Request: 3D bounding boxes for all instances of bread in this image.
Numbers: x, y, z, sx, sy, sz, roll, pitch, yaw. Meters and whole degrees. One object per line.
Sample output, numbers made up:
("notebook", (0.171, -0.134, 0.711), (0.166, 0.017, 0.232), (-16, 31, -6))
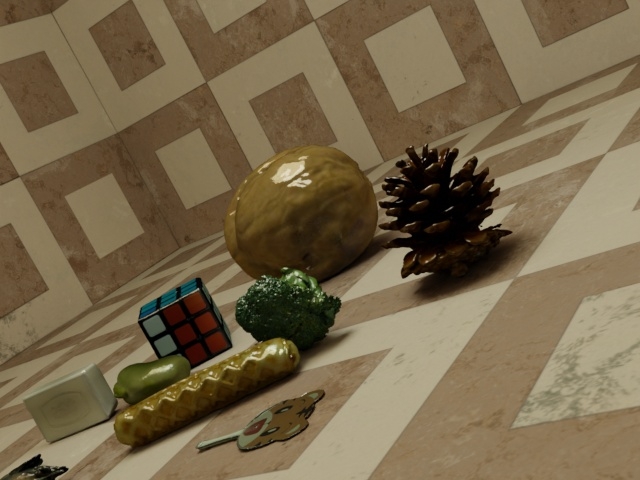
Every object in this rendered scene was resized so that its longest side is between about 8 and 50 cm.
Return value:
("bread", (-0.205, 0.272, 1.598), (0.368, 0.077, 0.084), (-25, 13, 7))

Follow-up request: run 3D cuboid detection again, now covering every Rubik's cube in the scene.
("Rubik's cube", (-0.308, 0.197, 2.045), (0.161, 0.163, 0.162), (-28, 13, -4))

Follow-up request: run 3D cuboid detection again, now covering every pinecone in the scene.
("pinecone", (0.225, -0.058, 1.660), (0.264, 0.264, 0.264), (-27, 9, 5))

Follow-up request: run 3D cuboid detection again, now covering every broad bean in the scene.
("broad bean", (-0.365, 0.294, 1.908), (0.175, 0.082, 0.124), (-24, 7, 28))

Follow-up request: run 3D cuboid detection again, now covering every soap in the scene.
("soap", (-0.544, 0.356, 1.959), (0.183, 0.121, 0.064), (-25, 8, 21))

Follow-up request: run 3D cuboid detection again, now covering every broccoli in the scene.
("broccoli", (-0.062, 0.127, 1.663), (0.195, 0.195, 0.156), (-15, 45, 53))

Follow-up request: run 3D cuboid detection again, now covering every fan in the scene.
("fan", (-0.102, 0.292, 1.388), (0.227, 0.008, 0.152), (-23, 11, 22))

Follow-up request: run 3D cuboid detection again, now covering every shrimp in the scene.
("shrimp", (-0.561, 0.447, 1.725), (0.262, 0.051, 0.198), (-27, 8, 19))

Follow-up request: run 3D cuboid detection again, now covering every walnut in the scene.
("walnut", (-0.038, -0.062, 2.258), (0.384, 0.383, 0.383), (-27, 9, 5))
